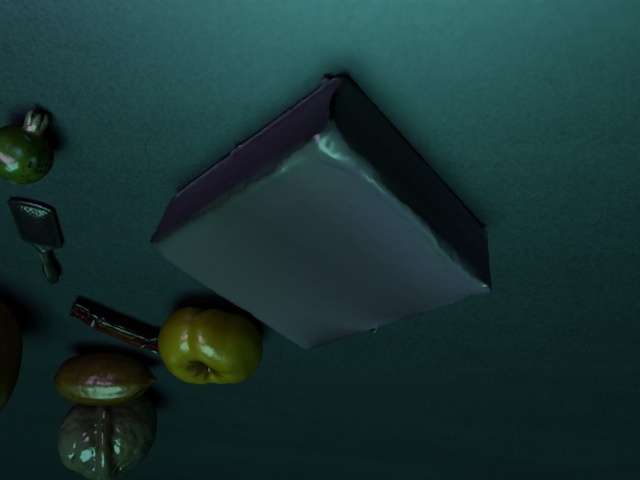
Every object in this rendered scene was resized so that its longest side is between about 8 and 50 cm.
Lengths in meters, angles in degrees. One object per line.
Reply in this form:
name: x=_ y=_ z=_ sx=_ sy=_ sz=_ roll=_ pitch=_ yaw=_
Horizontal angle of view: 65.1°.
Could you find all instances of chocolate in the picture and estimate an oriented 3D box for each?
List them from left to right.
chocolate: x=-0.368 y=0.161 z=0.919 sx=0.182 sy=0.028 sz=0.086 roll=26 pitch=145 yaw=-17

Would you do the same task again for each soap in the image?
soap: x=0.000 y=0.000 z=0.590 sx=0.296 sy=0.107 sz=0.285 roll=-25 pitch=129 yaw=34

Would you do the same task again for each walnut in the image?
walnut: x=-0.434 y=0.280 z=1.018 sx=0.207 sy=0.116 sz=0.116 roll=-2 pitch=139 yaw=2
walnut: x=-0.478 y=0.436 z=1.136 sx=0.224 sy=0.224 sz=0.224 roll=6 pitch=140 yaw=5

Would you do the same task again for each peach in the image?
peach: x=-0.187 y=0.177 z=0.842 sx=0.179 sy=0.103 sz=0.179 roll=4 pitch=144 yaw=3

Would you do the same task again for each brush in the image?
brush: x=-0.418 y=0.009 z=0.755 sx=0.063 sy=0.016 sz=0.193 roll=14 pitch=140 yaw=-4

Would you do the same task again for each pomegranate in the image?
pomegranate: x=-0.337 y=-0.106 z=0.574 sx=0.073 sy=0.084 sz=0.073 roll=28 pitch=163 yaw=9

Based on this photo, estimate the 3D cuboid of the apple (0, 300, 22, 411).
apple: x=-0.658 y=0.200 z=0.875 sx=0.264 sy=0.264 sz=0.264 roll=6 pitch=140 yaw=5
